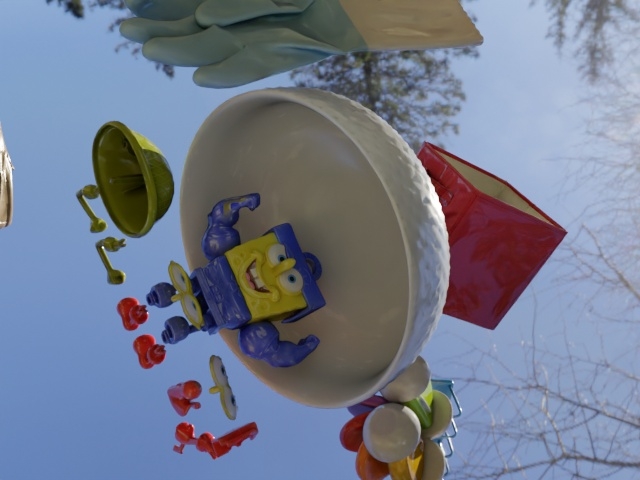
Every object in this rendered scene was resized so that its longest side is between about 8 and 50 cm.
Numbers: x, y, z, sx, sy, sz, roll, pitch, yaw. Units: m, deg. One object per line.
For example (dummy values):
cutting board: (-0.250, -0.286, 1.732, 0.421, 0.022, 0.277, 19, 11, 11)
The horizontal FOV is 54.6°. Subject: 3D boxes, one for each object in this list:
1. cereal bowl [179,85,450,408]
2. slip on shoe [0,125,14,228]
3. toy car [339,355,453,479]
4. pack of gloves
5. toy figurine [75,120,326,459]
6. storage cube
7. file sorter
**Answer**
cereal bowl: (0.000, 0.000, 0.676, 0.339, 0.338, 0.141, 24, -149, 35)
slip on shoe: (-0.331, -0.077, 0.621, 0.052, 0.135, 0.041, -7, 175, 28)
toy car: (0.095, 0.247, 0.849, 0.136, 0.159, 0.181, -7, -134, 30)
pack of gloves: (-0.037, -0.174, 0.404, 0.232, 0.046, 0.195, -17, -111, -28)
toy figurine: (-0.106, 0.037, 0.714, 0.217, 0.191, 0.362, -16, -105, -36)
storage cube: (0.212, -0.008, 0.955, 0.215, 0.193, 0.183, 19, -157, -27)
file sorter: (0.165, 0.335, 1.059, 0.118, 0.170, 0.104, 5, -159, -3)
